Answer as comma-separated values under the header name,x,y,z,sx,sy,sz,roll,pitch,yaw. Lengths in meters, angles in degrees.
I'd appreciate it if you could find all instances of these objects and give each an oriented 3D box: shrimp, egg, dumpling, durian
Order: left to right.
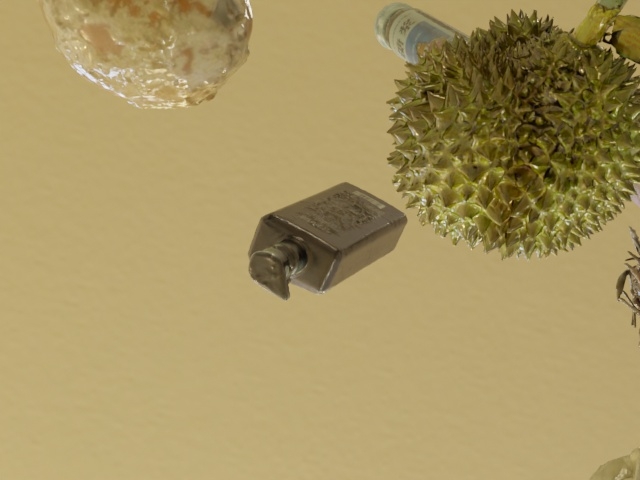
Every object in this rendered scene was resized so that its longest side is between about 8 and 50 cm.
name,x,y,z,sx,sy,sz,roll,pitch,yaw
egg,-0.171,-0.233,1.451,0.195,0.233,0.195,-44,8,7
durian,0.134,-0.061,0.968,0.198,0.159,0.146,-6,33,41
dumpling,0.213,0.187,1.058,0.076,0.052,0.057,-40,34,32
shrimp,0.314,0.051,1.433,0.165,0.065,0.056,60,-163,-23

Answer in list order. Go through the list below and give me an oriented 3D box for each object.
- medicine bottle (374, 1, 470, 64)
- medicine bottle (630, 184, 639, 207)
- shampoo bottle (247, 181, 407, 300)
name,x,y,z,sx,sy,sz,roll,pitch,yaw
medicine bottle,0.103,-0.177,1.378,0.191,0.051,0.051,-132,54,-63
medicine bottle,0.450,-0.088,1.904,0.188,0.119,0.094,-121,16,-56
shampoo bottle,-0.001,0.000,1.622,0.071,0.098,0.309,-65,-14,18
